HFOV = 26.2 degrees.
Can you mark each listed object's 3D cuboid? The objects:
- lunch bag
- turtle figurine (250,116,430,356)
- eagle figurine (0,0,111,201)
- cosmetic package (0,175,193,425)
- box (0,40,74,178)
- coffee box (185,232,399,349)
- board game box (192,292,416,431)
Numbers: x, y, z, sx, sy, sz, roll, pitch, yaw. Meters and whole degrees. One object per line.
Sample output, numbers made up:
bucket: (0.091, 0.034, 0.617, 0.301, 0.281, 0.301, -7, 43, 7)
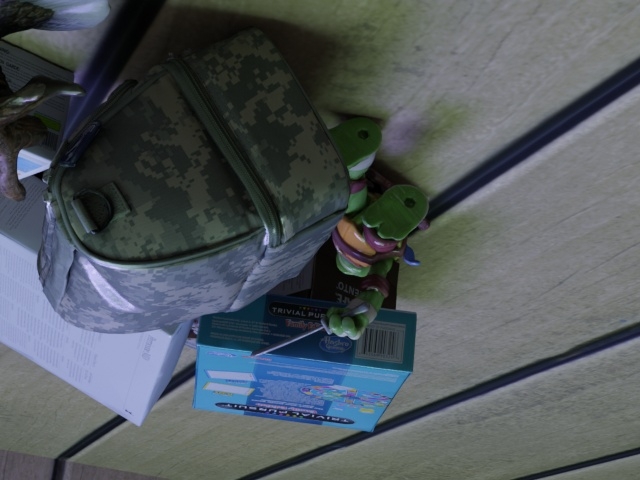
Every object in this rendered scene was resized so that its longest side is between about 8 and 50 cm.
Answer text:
lunch bag: (-0.141, -0.032, 1.296, 0.256, 0.213, 0.305, -30, 173, -21)
turtle figurine: (0.000, 0.000, 1.490, 0.274, 0.198, 0.266, 5, 156, -8)
eagle figurine: (-0.340, -0.185, 1.088, 0.225, 0.298, 0.226, -25, 161, -47)
cosmetic package: (-0.311, 0.082, 1.774, 0.284, 0.097, 0.377, 33, 153, 2)
box: (-0.361, -0.120, 1.409, 0.114, 0.103, 0.203, 23, 155, -38)
coffee box: (-0.061, 0.078, 1.836, 0.297, 0.119, 0.168, -12, 152, 42)
board game box: (-0.031, 0.156, 1.747, 0.253, 0.079, 0.336, 8, 160, -4)
